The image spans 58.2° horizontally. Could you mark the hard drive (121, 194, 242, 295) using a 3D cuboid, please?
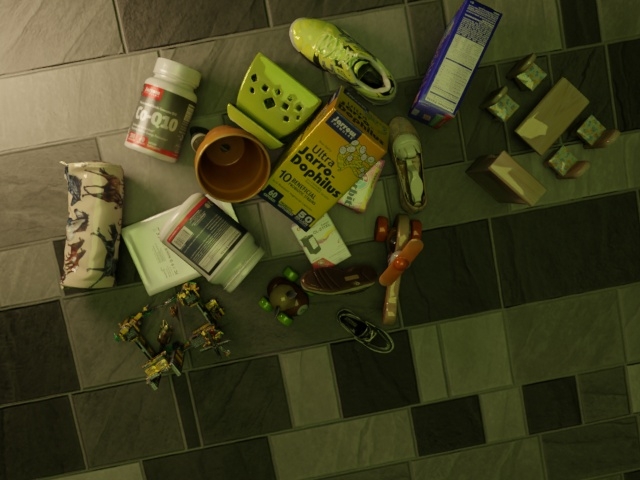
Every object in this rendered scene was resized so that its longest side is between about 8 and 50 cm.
[{"bbox_3d":[-0.422,0.004,1.828,0.353,0.047,0.232,-22,96,0],"label":"hard drive"}]

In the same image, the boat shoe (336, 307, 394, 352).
[{"bbox_3d":[0.145,0.303,1.870,0.219,0.070,0.077,33,93,-5],"label":"boat shoe"}]

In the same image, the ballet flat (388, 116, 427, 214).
[{"bbox_3d":[0.284,-0.238,1.806,0.108,0.106,0.315,-14,96,-1],"label":"ballet flat"}]

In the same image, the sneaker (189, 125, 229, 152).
[{"bbox_3d":[-0.314,-0.272,1.796,0.083,0.118,0.222,-40,125,8],"label":"sneaker"}]

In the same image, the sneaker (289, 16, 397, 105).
[{"bbox_3d":[0.079,-0.560,1.746,0.385,0.147,0.145,32,95,-4],"label":"sneaker"}]

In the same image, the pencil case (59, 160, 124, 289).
[{"bbox_3d":[-0.704,-0.040,1.756,0.184,0.160,0.409,7,95,18],"label":"pencil case"}]

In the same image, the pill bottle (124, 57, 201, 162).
[{"bbox_3d":[-0.468,-0.390,1.730,0.162,0.161,0.283,19,94,-4],"label":"pill bottle"}]

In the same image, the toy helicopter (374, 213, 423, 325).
[{"bbox_3d":[0.237,0.094,1.771,0.140,0.235,0.354,6,95,-3],"label":"toy helicopter"}]

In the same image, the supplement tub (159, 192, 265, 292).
[{"bbox_3d":[-0.320,0.008,1.713,0.272,0.191,0.191,41,93,-6],"label":"supplement tub"}]

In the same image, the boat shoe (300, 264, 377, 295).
[{"bbox_3d":[0.052,0.142,1.809,0.258,0.095,0.095,-1,55,-23],"label":"boat shoe"}]

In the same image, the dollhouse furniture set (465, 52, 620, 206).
[{"bbox_3d":[0.657,-0.311,1.740,0.362,0.256,0.394,41,93,-6],"label":"dollhouse furniture set"}]

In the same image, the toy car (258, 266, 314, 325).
[{"bbox_3d":[-0.102,0.187,1.788,0.149,0.188,0.155,39,93,-5],"label":"toy car"}]

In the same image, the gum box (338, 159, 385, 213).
[{"bbox_3d":[0.118,-0.184,1.825,0.107,0.062,0.188,21,94,-4],"label":"gum box"}]

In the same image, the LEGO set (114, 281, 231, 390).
[{"bbox_3d":[-0.456,0.296,1.765,0.332,0.192,0.254,-23,107,-2],"label":"LEGO set"}]

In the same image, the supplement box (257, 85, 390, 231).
[{"bbox_3d":[0.009,-0.233,1.669,0.194,0.195,0.356,37,120,-15],"label":"supplement box"}]

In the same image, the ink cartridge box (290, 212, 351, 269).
[{"bbox_3d":[0.000,0.000,1.833,0.128,0.072,0.175,-30,97,1],"label":"ink cartridge box"}]

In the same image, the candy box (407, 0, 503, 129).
[{"bbox_3d":[0.387,-0.509,1.704,0.122,0.268,0.317,25,95,-1],"label":"candy box"}]

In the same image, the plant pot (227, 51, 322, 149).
[{"bbox_3d":[-0.141,-0.401,1.719,0.228,0.227,0.207,36,100,-6],"label":"plant pot"}]

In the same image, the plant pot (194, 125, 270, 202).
[{"bbox_3d":[-0.261,-0.240,1.646,0.205,0.188,0.205,-8,122,-13],"label":"plant pot"}]
